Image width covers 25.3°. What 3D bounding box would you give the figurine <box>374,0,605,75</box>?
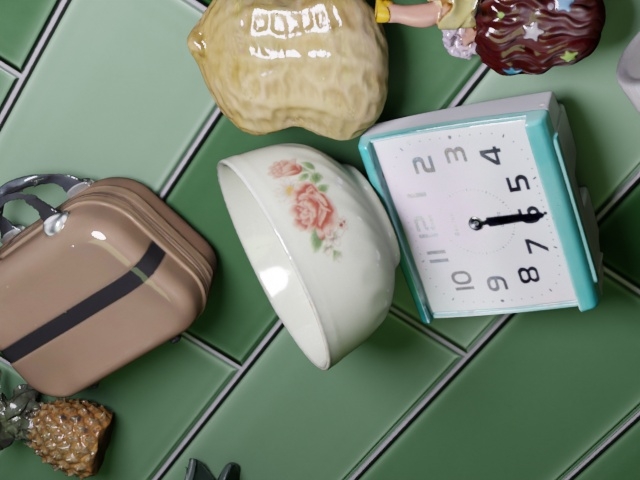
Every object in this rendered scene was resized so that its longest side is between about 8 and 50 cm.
[{"bbox_3d":[0.181,-0.250,1.510,0.240,0.115,0.174,12,125,7],"label":"figurine"}]

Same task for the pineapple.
[{"bbox_3d":[-0.434,0.245,2.019,0.277,0.119,0.130,16,145,6],"label":"pineapple"}]

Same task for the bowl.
[{"bbox_3d":[0.000,0.000,1.669,0.145,0.277,0.277,-28,118,-10],"label":"bowl"}]

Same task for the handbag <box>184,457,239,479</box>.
[{"bbox_3d":[-0.165,0.473,2.020,0.079,0.247,0.260,3,123,6],"label":"handbag"}]

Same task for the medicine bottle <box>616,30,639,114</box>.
[{"bbox_3d":[0.489,-0.079,1.479,0.224,0.224,0.384,-31,112,30],"label":"medicine bottle"}]

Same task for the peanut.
[{"bbox_3d":[-0.037,-0.204,1.605,0.233,0.110,0.196,0,124,13],"label":"peanut"}]

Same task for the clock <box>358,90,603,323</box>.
[{"bbox_3d":[0.196,-0.041,1.661,0.231,0.116,0.262,-7,120,25],"label":"clock"}]

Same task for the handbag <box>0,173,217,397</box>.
[{"bbox_3d":[-0.315,0.039,1.826,0.302,0.149,0.283,-29,111,31],"label":"handbag"}]
